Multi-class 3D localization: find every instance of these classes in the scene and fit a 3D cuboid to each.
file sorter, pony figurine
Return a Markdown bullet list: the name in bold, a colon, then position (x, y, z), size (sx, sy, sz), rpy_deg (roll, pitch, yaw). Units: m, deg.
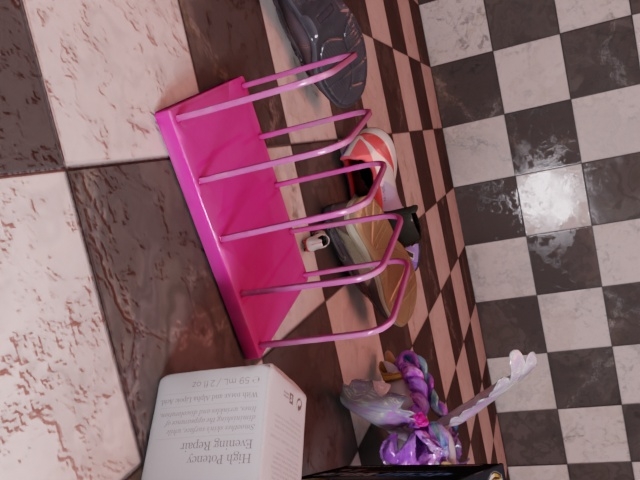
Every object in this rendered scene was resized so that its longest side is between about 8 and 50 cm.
- **file sorter**: position (-0.017, -0.049, 0.726), size (0.202, 0.182, 0.291), rpy_deg (-58, 134, -62)
- **pony figurine**: position (0.167, 0.323, 1.000), size (0.351, 0.302, 0.364), rpy_deg (114, -27, -65)

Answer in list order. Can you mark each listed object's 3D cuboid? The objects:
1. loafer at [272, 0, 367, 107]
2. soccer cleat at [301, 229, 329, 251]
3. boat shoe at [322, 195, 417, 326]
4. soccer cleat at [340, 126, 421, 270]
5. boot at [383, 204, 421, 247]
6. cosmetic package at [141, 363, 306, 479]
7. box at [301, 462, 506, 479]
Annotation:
- **loafer**: position (-0.009, -0.351, 1.021), size (0.095, 0.109, 0.302), rpy_deg (39, -14, 41)
- **soccer cleat**: position (0.000, 0.000, 0.962), size (0.083, 0.035, 0.029), rpy_deg (-27, 106, -69)
- **boat shoe**: position (0.089, 0.038, 1.102), size (0.103, 0.092, 0.285), rpy_deg (-56, 134, -30)
- **soccer cleat**: position (0.113, -0.055, 1.231), size (0.116, 0.108, 0.318), rpy_deg (-42, 124, -43)
- **boot**: position (0.136, 0.025, 1.173), size (0.077, 0.137, 0.198), rpy_deg (-78, 151, -45)
- **cosmetic package**: position (-0.084, 0.228, 0.514), size (0.085, 0.117, 0.231), rpy_deg (54, 31, -49)
- **box**: position (0.061, 0.276, 0.669), size (0.175, 0.220, 0.051), rpy_deg (10, 69, -48)
